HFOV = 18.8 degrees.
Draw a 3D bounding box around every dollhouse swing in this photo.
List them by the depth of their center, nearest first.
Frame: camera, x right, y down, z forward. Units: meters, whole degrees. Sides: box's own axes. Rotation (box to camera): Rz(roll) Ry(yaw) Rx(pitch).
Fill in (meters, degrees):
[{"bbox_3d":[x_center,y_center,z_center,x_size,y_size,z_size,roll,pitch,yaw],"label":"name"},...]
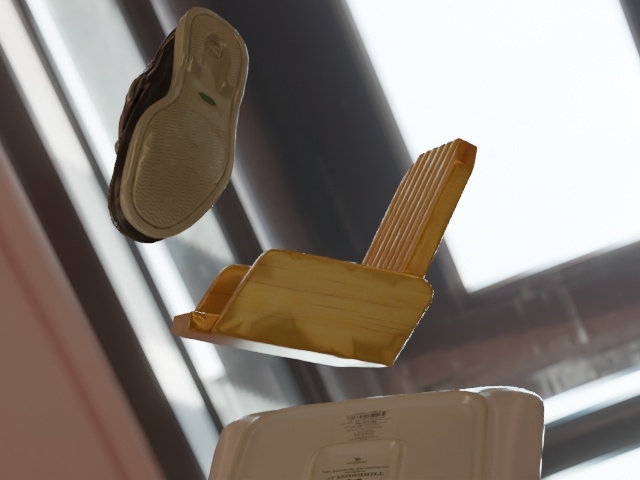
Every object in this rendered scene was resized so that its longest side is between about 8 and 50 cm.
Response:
[{"bbox_3d":[0.000,0.000,2.468,0.315,0.305,0.347,11,175,-9],"label":"dollhouse swing"}]

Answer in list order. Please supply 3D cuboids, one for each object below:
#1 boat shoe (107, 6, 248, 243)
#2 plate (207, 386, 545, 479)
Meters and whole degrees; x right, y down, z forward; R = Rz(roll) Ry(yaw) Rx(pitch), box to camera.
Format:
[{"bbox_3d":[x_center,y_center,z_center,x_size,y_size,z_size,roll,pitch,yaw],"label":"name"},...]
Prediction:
[{"bbox_3d":[-0.112,-0.074,1.418,0.079,0.084,0.233,-34,-152,34],"label":"boat shoe"},{"bbox_3d":[0.031,0.190,1.479,0.277,0.045,0.278,-8,-155,11],"label":"plate"}]
